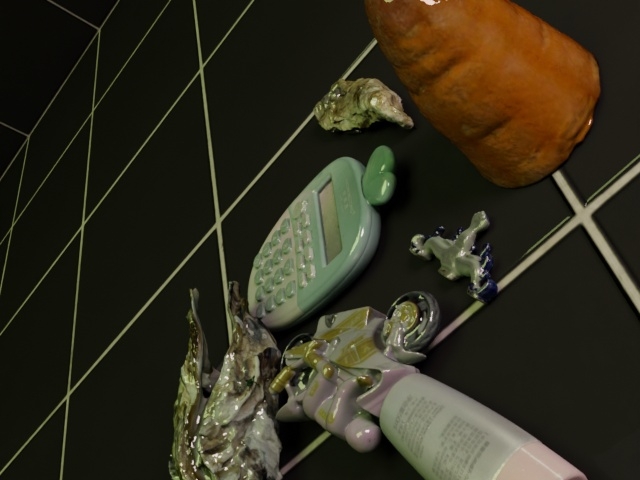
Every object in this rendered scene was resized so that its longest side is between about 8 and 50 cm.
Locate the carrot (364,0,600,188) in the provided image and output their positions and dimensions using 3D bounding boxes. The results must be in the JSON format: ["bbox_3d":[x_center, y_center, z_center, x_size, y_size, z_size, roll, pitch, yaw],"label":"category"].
[{"bbox_3d":[0.138,-0.173,0.735,0.159,0.225,0.159,-35,37,32],"label":"carrot"}]

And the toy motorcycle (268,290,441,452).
[{"bbox_3d":[0.032,0.141,0.791,0.225,0.073,0.152,-26,47,41],"label":"toy motorcycle"}]

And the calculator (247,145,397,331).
[{"bbox_3d":[0.000,0.000,0.976,0.295,0.042,0.184,-44,36,33],"label":"calculator"}]

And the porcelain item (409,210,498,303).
[{"bbox_3d":[0.142,0.004,0.779,0.075,0.021,0.136,-59,31,7],"label":"porcelain item"}]

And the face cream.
[{"bbox_3d":[0.125,0.177,0.645,0.198,0.057,0.084,30,94,57],"label":"face cream"}]

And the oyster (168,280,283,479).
[{"bbox_3d":[-0.104,0.206,0.896,0.158,0.162,0.351,-23,51,5],"label":"oyster"}]

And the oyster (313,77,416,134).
[{"bbox_3d":[0.050,-0.185,1.019,0.200,0.061,0.106,-4,63,55],"label":"oyster"}]
